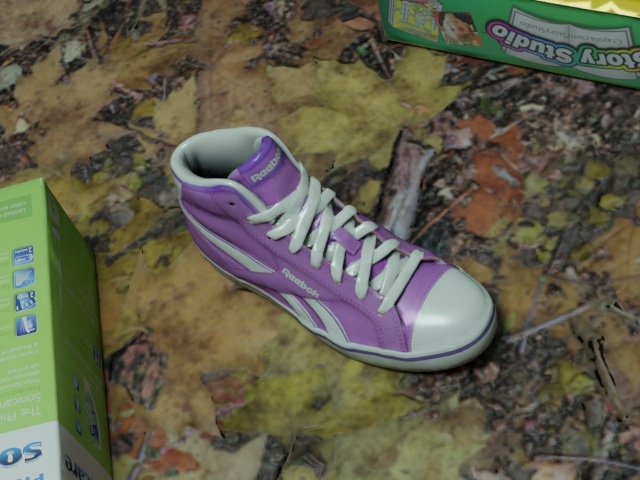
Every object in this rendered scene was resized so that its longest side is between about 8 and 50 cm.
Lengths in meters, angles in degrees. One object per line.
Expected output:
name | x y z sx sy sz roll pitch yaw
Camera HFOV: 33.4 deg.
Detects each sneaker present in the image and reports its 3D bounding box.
sneaker | -0.001 0.001 0.819 0.282 0.161 0.102 21 62 23

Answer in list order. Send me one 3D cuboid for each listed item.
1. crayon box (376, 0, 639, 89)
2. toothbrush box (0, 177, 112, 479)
crayon box | 0.272 -0.296 0.981 0.363 0.106 0.313 15 62 22
toothbrush box | -0.284 0.115 0.832 0.206 0.122 0.283 -16 54 2
